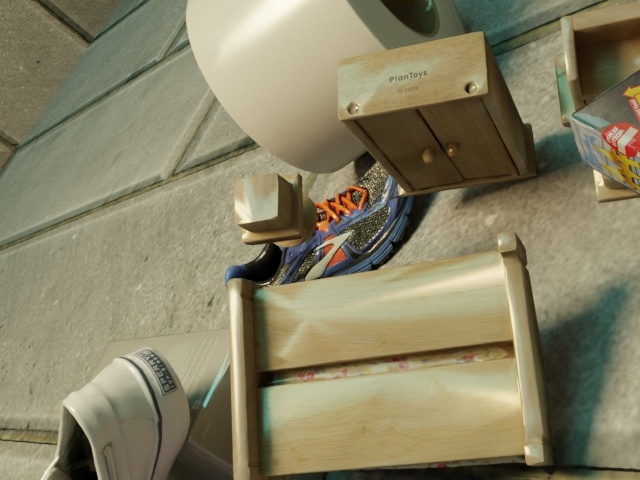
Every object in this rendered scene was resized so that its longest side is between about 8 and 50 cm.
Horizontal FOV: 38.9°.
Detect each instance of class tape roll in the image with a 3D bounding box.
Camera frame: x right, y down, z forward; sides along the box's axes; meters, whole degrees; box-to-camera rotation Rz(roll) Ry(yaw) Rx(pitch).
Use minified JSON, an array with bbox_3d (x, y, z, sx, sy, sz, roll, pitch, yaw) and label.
[{"bbox_3d":[0.012,-0.211,0.906,0.169,0.246,0.246,-32,32,34],"label":"tape roll"}]

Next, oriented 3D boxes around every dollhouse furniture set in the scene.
[{"bbox_3d":[0.111,0.058,0.623,0.303,0.174,0.355,-9,72,20],"label":"dollhouse furniture set"}]

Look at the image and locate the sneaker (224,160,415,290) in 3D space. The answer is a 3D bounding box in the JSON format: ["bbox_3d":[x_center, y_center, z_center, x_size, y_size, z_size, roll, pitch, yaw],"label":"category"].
[{"bbox_3d":[0.000,0.000,0.830,0.221,0.087,0.083,-46,27,9],"label":"sneaker"}]

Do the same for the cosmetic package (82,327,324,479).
[{"bbox_3d":[-0.103,0.148,0.760,0.238,0.127,0.107,-7,51,52],"label":"cosmetic package"}]

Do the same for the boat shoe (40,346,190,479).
[{"bbox_3d":[-0.165,0.179,0.661,0.095,0.084,0.258,42,135,30],"label":"boat shoe"}]

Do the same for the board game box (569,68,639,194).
[{"bbox_3d":[0.241,-0.050,0.463,0.194,0.060,0.194,-22,57,15],"label":"board game box"}]
